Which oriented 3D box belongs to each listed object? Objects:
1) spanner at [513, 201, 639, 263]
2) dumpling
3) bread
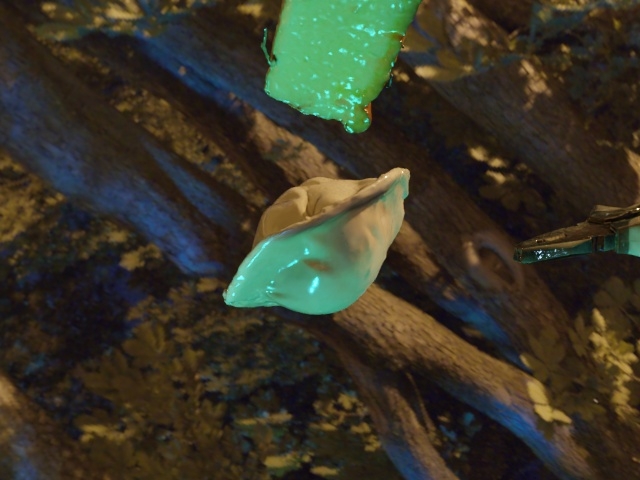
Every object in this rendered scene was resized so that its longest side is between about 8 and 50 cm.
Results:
[{"bbox_3d":[0.355,-0.018,1.049,0.095,0.325,0.040,-146,-133,-62],"label":"spanner"},{"bbox_3d":[0.000,-0.004,0.832,0.111,0.155,0.181,26,-91,11],"label":"dumpling"},{"bbox_3d":[0.007,-0.116,0.570,0.080,0.084,0.109,-89,-165,-70],"label":"bread"}]
